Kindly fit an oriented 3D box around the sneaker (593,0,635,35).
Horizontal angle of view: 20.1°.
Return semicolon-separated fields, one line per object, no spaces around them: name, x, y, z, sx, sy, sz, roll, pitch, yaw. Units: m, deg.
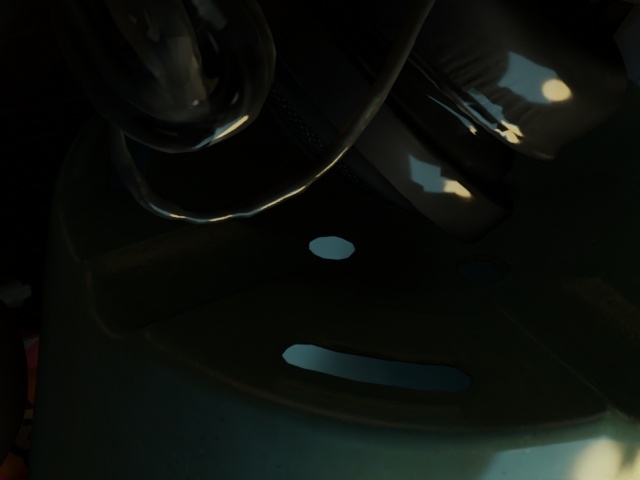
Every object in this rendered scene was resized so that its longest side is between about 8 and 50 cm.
sneaker;0.071;-0.062;0.860;0.224;0.083;0.098;-24;173;-20

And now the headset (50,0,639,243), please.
headset;0.047;-0.120;0.521;0.243;0.185;0.394;-42;177;38

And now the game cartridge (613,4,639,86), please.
game cartridge;0.242;-0.151;0.767;0.196;0.060;0.294;-5;141;-53

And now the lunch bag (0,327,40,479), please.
lunch bag;-0.200;0.146;1.085;0.258;0.120;0.293;-27;168;15

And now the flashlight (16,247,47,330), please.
flashlight;0.000;0.000;0.926;0.304;0.103;0.103;-23;-167;-18

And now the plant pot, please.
plant pot;0.023;0.116;0.711;0.341;0.341;0.334;-20;131;-32

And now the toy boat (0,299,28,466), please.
toy boat;-0.229;0.095;0.768;0.267;0.148;0.318;-34;160;8
